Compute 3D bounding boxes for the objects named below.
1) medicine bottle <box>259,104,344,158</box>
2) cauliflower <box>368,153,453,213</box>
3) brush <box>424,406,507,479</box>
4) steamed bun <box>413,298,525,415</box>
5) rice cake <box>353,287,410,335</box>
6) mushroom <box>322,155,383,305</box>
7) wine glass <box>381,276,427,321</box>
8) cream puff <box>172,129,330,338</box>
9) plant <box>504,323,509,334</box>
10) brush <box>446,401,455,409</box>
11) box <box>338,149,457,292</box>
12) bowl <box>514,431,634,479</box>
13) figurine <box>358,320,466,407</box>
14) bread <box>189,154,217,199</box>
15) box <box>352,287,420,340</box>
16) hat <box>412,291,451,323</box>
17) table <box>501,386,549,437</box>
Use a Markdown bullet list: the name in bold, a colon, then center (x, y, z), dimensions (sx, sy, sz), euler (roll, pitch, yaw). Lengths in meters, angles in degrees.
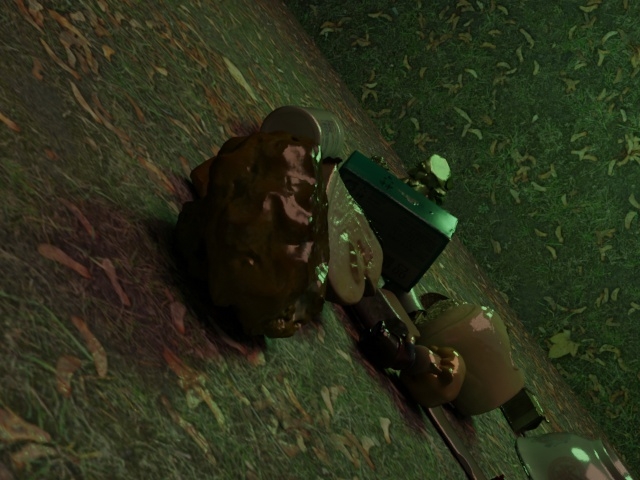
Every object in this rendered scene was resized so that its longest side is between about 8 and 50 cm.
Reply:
- **medicine bottle**: center (-0.029, -0.222, 1.964), dimensions (0.130, 0.130, 0.341), euler (52, 13, 2)
- **cauliflower**: center (0.224, -0.100, 2.254), dimensions (0.272, 0.250, 0.275), euler (52, 17, 9)
- **brush**: center (0.270, 0.383, 1.546), dimensions (0.321, 0.050, 0.060), euler (56, 17, 21)
- **steamed bun**: center (0.298, 0.226, 1.784), dimensions (0.225, 0.170, 0.200), euler (57, 10, -5)
- **rice cake**: center (0.037, 0.036, 1.620), dimensions (0.365, 0.056, 0.073), euler (55, 1, 26)
- **mushroom**: center (-0.017, 0.019, 1.411), dimensions (0.236, 0.162, 0.173), euler (57, 42, -41)
- **wine glass**: center (0.137, 0.087, 1.811), dimensions (0.079, 0.079, 0.195), euler (36, 21, -51)
- **cream puff**: center (-0.084, -0.005, 1.129), dimensions (0.282, 0.185, 0.282), euler (2, 90, -86)
- **plant**: center (0.455, 0.264, 2.440), dimensions (0.092, 0.094, 0.143), euler (34, 28, -13)
- **brush**: center (0.189, 0.238, 1.717), dimensions (0.193, 0.016, 0.063), euler (53, 11, 4)
- **box**: center (0.117, -0.036, 1.738), dimensions (0.245, 0.153, 0.092), euler (35, 32, 0)
- **bowl**: center (0.592, 0.536, 2.003), dimensions (0.345, 0.157, 0.345), euler (49, 12, -15)
- **figurine**: center (0.151, 0.200, 1.528), dimensions (0.196, 0.114, 0.108), euler (36, 40, -18)
- **bread**: center (-0.132, -0.062, 1.294), dimensions (0.132, 0.074, 0.053), euler (62, -2, 35)
- **box**: center (0.120, 0.144, 1.634), dimensions (0.122, 0.062, 0.089), euler (56, 13, 22)
- **hat**: center (0.232, 0.188, 1.927), dimensions (0.146, 0.067, 0.146), euler (12, 63, -24)
- **table**: center (0.476, 0.403, 2.136), dimensions (0.062, 0.079, 0.083), euler (36, 22, -45)
